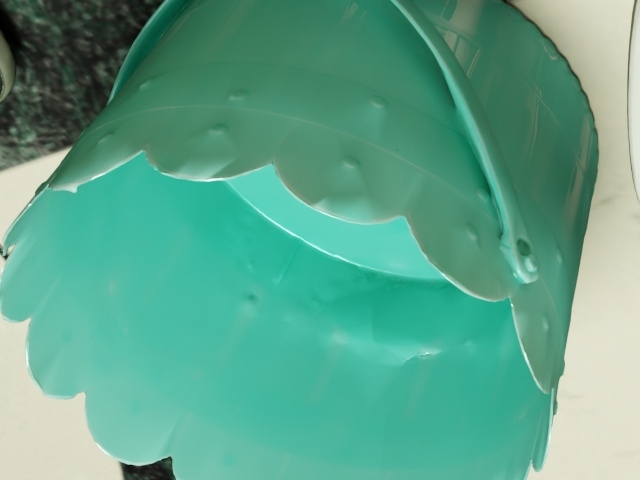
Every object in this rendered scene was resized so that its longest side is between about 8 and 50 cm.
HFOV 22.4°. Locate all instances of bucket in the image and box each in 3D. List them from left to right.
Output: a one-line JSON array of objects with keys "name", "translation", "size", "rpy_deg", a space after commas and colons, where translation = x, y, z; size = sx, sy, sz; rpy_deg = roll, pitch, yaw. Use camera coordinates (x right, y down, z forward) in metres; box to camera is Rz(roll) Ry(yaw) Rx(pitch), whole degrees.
[{"name": "bucket", "translation": [0.000, 0.000, 0.796], "size": [0.281, 0.183, 0.281], "rpy_deg": [14, 140, 12]}]

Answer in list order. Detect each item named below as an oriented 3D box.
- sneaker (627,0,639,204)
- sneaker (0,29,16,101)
[{"name": "sneaker", "translation": [0.212, -0.032, 0.723], "size": [0.123, 0.106, 0.290], "rpy_deg": [0, 147, 24]}, {"name": "sneaker", "translation": [-0.271, -0.123, 0.842], "size": [0.227, 0.130, 0.087], "rpy_deg": [42, 140, -24]}]
